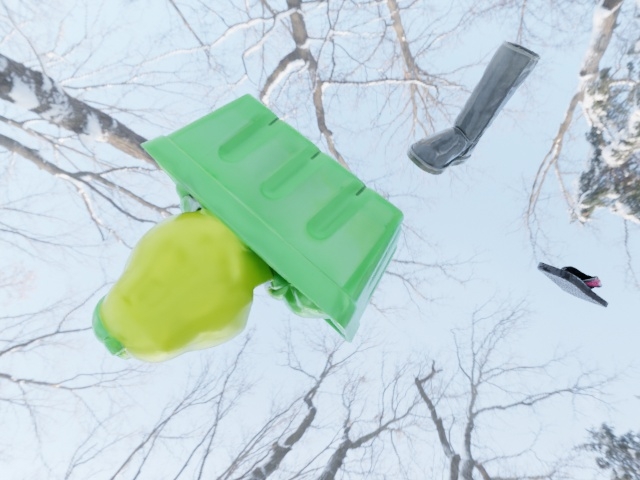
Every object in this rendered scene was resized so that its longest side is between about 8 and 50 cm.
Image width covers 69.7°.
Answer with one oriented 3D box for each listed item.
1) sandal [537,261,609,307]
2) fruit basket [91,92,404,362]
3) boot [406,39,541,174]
[{"bbox_3d":[0.385,0.059,0.685,0.067,0.179,0.040,26,-91,52],"label":"sandal"},{"bbox_3d":[-0.112,0.026,0.638,0.392,0.283,0.392,-2,-107,5],"label":"fruit basket"},{"bbox_3d":[0.245,-0.211,0.733,0.076,0.189,0.208,48,-46,15],"label":"boot"}]
